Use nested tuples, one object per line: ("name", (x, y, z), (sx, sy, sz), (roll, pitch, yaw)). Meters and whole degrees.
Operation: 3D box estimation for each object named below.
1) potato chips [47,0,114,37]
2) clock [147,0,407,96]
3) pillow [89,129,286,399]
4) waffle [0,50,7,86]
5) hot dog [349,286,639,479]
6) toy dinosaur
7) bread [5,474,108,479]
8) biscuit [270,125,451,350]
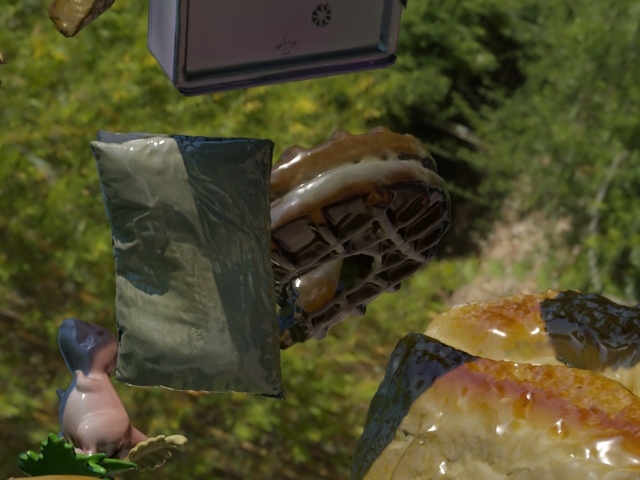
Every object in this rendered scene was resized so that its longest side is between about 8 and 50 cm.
("potato chips", (-0.168, -0.393, 1.668), (0.407, 0.057, 0.080), (-57, -9, 3))
("clock", (-0.030, -0.196, 1.179), (0.071, 0.192, 0.147), (51, 144, 46))
("pillow", (-0.105, 0.022, 1.263), (0.050, 0.148, 0.229), (-60, -30, -63))
("waffle", (-0.579, -0.258, 2.157), (0.065, 0.283, 0.309), (-111, 19, -47))
("hot dog", (0.224, 0.180, 1.373), (0.367, 0.365, 0.196), (-32, -50, -47))
("toy dinosaur", (-0.255, 0.204, 1.767), (0.152, 0.194, 0.177), (-47, 8, 51))
("bread", (-0.194, 0.258, 1.350), (0.054, 0.136, 0.154), (14, 125, 68))
("biscuit", (0.017, -0.006, 1.712), (0.268, 0.115, 0.366), (-30, -20, 3))
